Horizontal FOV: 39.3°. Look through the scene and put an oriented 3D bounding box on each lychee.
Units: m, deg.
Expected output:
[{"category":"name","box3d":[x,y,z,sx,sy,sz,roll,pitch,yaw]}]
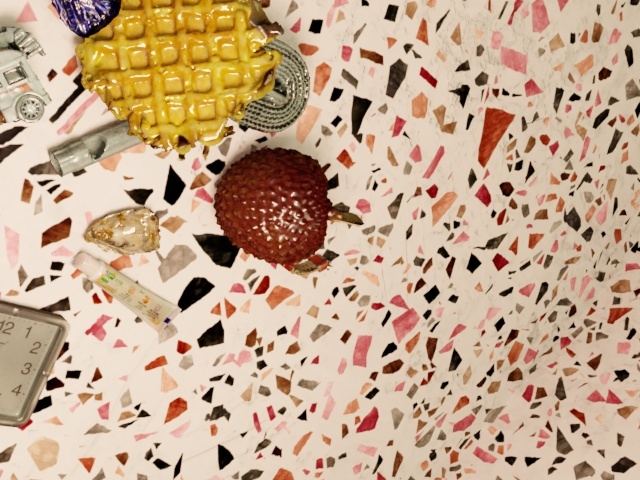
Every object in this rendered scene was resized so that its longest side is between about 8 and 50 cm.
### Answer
[{"category":"lychee","box3d":[-0.097,-0.079,2.089,0.304,0.276,0.275,9,107,-6]}]

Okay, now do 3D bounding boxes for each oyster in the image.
[{"category":"oyster","box3d":[-0.437,-0.014,1.988,0.177,0.056,0.105,-18,108,-32]}]

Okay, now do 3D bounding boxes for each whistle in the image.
[{"category":"whistle","box3d":[-0.422,-0.220,1.902,0.312,0.062,0.062,-28,125,-26]}]

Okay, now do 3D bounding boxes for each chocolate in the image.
[{"category":"chocolate","box3d":[-0.490,-0.536,1.624,0.148,0.126,0.343,-44,142,-12]}]

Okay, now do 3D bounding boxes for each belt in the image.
[{"category":"belt","box3d":[-0.158,-0.360,1.979,0.295,0.160,0.207,27,92,-43]}]

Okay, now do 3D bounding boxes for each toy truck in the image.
[{"category":"toy truck","box3d":[-0.655,-0.272,1.653,0.338,0.133,0.184,-31,116,-21]}]

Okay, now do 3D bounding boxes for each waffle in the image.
[{"category":"waffle","box3d":[-0.287,-0.374,1.807,0.382,0.095,0.379,41,81,0]}]

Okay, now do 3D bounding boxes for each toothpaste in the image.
[{"category":"toothpaste","box3d":[-0.439,0.119,2.050,0.314,0.058,0.056,45,36,-45]}]

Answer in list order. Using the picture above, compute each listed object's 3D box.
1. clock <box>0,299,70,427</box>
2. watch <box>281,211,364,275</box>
[{"category":"clock","box3d":[-0.704,0.258,1.903,0.273,0.049,0.279,22,96,-43]},{"category":"watch","box3d":[-0.007,0.005,2.321,0.268,0.102,0.165,0,116,-48]}]
